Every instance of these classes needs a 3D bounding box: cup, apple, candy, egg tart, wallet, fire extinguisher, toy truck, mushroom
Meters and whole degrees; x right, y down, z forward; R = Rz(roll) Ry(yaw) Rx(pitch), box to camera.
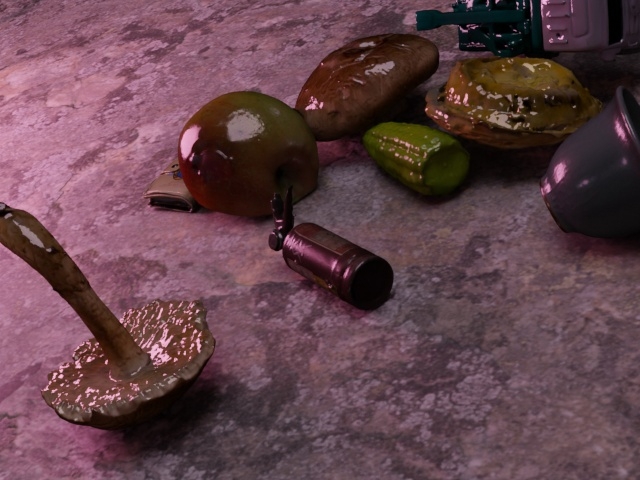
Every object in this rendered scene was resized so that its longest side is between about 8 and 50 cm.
[{"bbox_3d":[0.364,-0.075,1.593,0.150,0.199,0.199,-28,28,21],"label":"cup"},{"bbox_3d":[-0.113,-0.137,1.934,0.188,0.174,0.207,15,61,46],"label":"apple"},{"bbox_3d":[0.131,-0.131,1.857,0.096,0.097,0.209,-32,32,-20],"label":"candy"},{"bbox_3d":[0.288,-0.211,1.835,0.278,0.095,0.279,0,23,0],"label":"egg tart"},{"bbox_3d":[-0.211,-0.108,2.050,0.110,0.039,0.155,6,39,33],"label":"wallet"},{"bbox_3d":[0.004,0.005,1.713,0.252,0.075,0.106,29,95,51],"label":"fire extinguisher"},{"bbox_3d":[0.337,-0.358,1.959,0.178,0.177,0.363,-20,20,-41],"label":"toy truck"},{"bbox_3d":[0.076,-0.254,2.013,0.278,0.146,0.278,-32,12,8],"label":"mushroom"},{"bbox_3d":[-0.292,0.116,1.543,0.233,0.301,0.208,16,78,61],"label":"mushroom"}]
